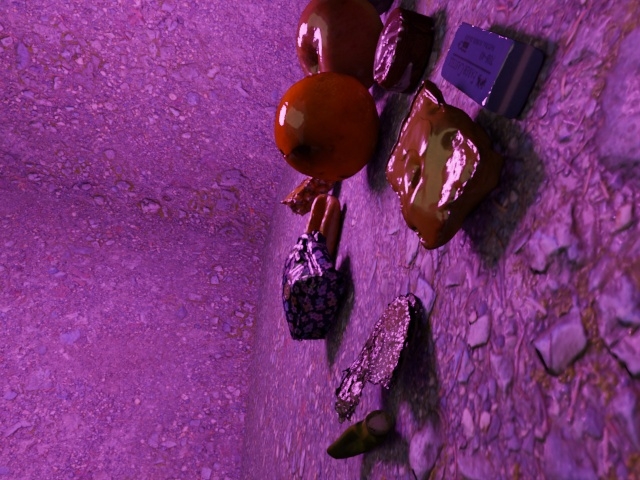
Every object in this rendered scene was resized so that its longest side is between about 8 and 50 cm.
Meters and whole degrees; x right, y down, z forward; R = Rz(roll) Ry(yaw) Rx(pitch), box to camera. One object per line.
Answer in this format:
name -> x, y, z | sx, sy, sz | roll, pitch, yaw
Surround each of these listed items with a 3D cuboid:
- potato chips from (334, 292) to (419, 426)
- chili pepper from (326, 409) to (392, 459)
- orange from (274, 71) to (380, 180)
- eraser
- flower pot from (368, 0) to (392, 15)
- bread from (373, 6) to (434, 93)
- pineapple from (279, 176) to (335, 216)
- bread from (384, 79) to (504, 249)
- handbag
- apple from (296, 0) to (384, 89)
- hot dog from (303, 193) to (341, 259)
potato chips -> 0.085, 0.179, 0.800 | 0.220, 0.029, 0.202 | -55, 10, 36
chili pepper -> 0.065, 0.301, 0.814 | 0.050, 0.051, 0.202 | -53, -5, -35
orange -> 0.014, -0.253, 1.202 | 0.246, 0.246, 0.246 | -168, 90, -79
eraser -> 0.213, -0.226, 0.687 | 0.225, 0.036, 0.082 | -97, 24, -62
flower pot -> 0.104, -0.671, 1.381 | 0.235, 0.235, 0.148 | 156, 107, -77
bread -> 0.159, -0.370, 1.036 | 0.160, 0.073, 0.161 | -171, 90, -79
pineapple -> -0.019, -0.161, 1.563 | 0.233, 0.079, 0.135 | -53, 24, 9
bread -> 0.159, -0.098, 0.701 | 0.233, 0.088, 0.161 | -97, 17, -53
handbag -> -0.026, 0.104, 1.272 | 0.208, 0.126, 0.229 | -117, 37, -53
apple -> 0.054, -0.474, 1.306 | 0.261, 0.193, 0.261 | 52, 161, 26
hot dog -> 0.000, 0.000, 1.422 | 0.076, 0.102, 0.249 | 22, -100, -59
